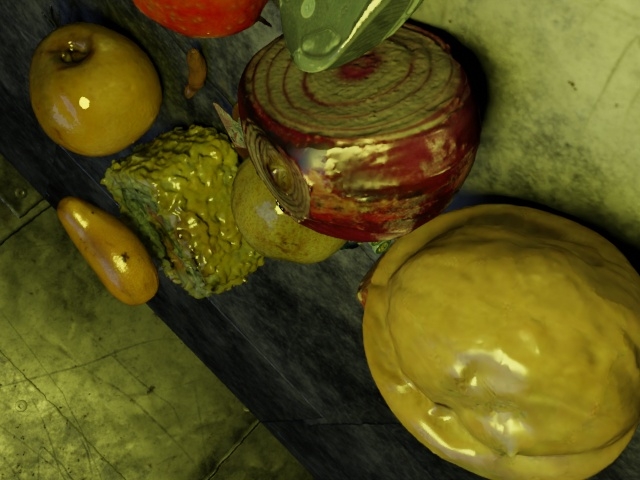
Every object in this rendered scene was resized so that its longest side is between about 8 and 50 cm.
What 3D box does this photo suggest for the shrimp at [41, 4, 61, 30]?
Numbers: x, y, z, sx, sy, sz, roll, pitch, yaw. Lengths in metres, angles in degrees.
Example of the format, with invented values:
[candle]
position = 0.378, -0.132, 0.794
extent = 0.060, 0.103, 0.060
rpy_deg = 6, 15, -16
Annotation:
[shrimp]
position = -0.563, -0.394, 1.651
extent = 0.172, 0.137, 0.372
rpy_deg = 6, 161, -4

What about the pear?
[pear]
position = -0.049, -0.069, 1.255
extent = 0.228, 0.188, 0.211
rpy_deg = 12, 146, 6

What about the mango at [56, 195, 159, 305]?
[mango]
position = -0.472, 0.017, 1.581
extent = 0.295, 0.120, 0.177
rpy_deg = 58, 158, -11

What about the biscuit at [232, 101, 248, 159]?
[biscuit]
position = -0.107, -0.181, 1.374
extent = 0.180, 0.039, 0.236
rpy_deg = 33, 152, 28

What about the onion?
[onion]
position = 0.048, -0.125, 0.939
extent = 0.336, 0.282, 0.260
rpy_deg = 28, 146, 32

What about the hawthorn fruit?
[hawthorn fruit]
position = -0.139, -0.387, 0.928
extent = 0.254, 0.254, 0.300
rpy_deg = 21, 170, 41

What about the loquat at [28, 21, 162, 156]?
[loquat]
position = -0.466, -0.309, 1.469
extent = 0.274, 0.275, 0.275
rpy_deg = 34, 153, 21

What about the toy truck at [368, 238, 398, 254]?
[toy truck]
position = 0.096, -0.065, 1.157
extent = 0.085, 0.116, 0.191
rpy_deg = 50, 179, 33

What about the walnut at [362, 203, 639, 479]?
[walnut]
position = 0.262, 0.136, 0.955
extent = 0.383, 0.383, 0.384
rpy_deg = 34, 153, 21

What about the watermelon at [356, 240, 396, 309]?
[watermelon]
position = 0.161, 0.088, 1.253
extent = 0.256, 0.193, 0.140
rpy_deg = 41, 158, 42

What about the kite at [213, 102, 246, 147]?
[kite]
position = -0.160, -0.225, 1.349
extent = 0.137, 0.005, 0.152
rpy_deg = 41, 152, 11

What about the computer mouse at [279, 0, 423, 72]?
[computer mouse]
position = 0.086, -0.324, 0.773
extent = 0.379, 0.090, 0.167
rpy_deg = -34, 65, 42

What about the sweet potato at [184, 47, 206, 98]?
[sweet potato]
position = -0.242, -0.321, 1.362
extent = 0.044, 0.044, 0.179
rpy_deg = 43, 161, 4

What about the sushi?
[sushi]
position = -0.296, -0.061, 1.608
extent = 0.351, 0.240, 0.397
rpy_deg = 11, 136, 51

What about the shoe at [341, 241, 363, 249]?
[shoe]
position = 0.000, 0.000, 1.412
extent = 0.207, 0.106, 0.091
rpy_deg = -5, 127, 51
